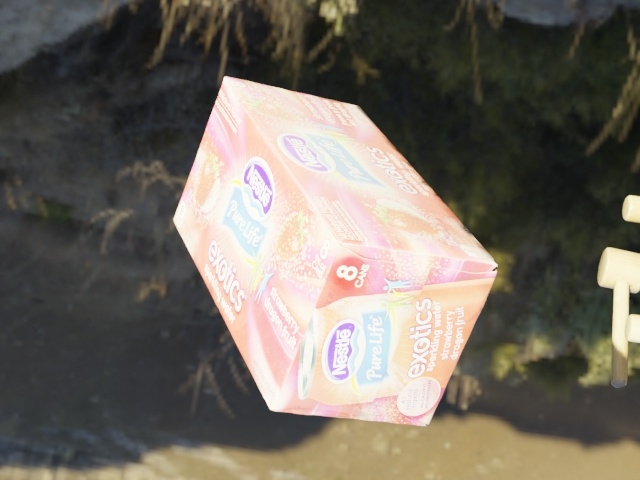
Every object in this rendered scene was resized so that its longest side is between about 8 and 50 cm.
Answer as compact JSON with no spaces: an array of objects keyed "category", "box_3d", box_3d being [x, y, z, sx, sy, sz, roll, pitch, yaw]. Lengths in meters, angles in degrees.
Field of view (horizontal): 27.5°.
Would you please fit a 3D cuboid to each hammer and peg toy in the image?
[{"category":"hammer and peg toy","box_3d":[0.474,0.032,1.710,0.127,0.266,0.361,8,150,-2]}]

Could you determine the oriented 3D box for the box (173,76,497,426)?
[{"category":"box","box_3d":[0.000,0.000,1.066,0.142,0.154,0.300,10,-154,-27]}]
